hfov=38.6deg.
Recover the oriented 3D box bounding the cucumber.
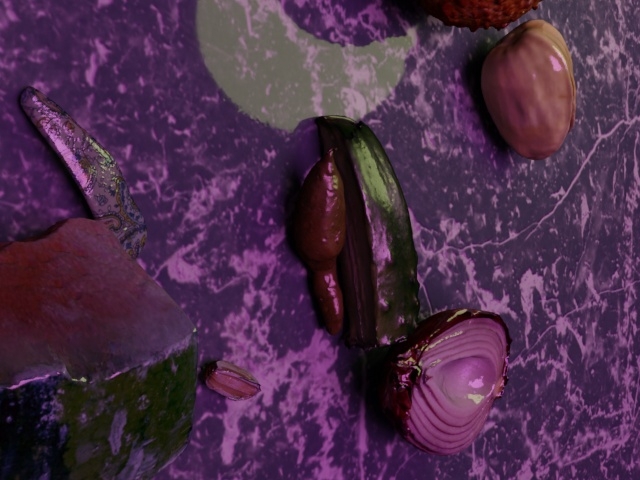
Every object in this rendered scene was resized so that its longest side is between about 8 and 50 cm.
[{"bbox_3d":[0.078,-0.020,1.269,0.145,0.105,0.325,-19,104,-39],"label":"cucumber"}]

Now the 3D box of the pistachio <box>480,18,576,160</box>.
[{"bbox_3d":[0.339,-0.237,1.454,0.157,0.157,0.229,-49,135,-29],"label":"pistachio"}]

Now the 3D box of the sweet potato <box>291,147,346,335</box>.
[{"bbox_3d":[-0.001,0.002,1.218,0.075,0.075,0.269,-24,121,-39],"label":"sweet potato"}]

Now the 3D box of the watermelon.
[{"bbox_3d":[-0.259,0.103,0.836,0.264,0.151,0.302,-14,65,-41],"label":"watermelon"}]

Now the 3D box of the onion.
[{"bbox_3d":[0.158,0.190,1.336,0.284,0.120,0.227,23,87,-50],"label":"onion"}]

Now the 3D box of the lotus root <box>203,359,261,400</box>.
[{"bbox_3d":[-0.115,0.176,1.153,0.083,0.030,0.037,32,104,-37],"label":"lotus root"}]

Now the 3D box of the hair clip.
[{"bbox_3d":[-0.252,-0.070,1.000,0.066,0.036,0.229,-51,125,-35],"label":"hair clip"}]

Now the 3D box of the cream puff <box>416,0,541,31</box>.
[{"bbox_3d":[0.246,-0.450,1.248,0.350,0.229,0.350,-40,137,-52],"label":"cream puff"}]
